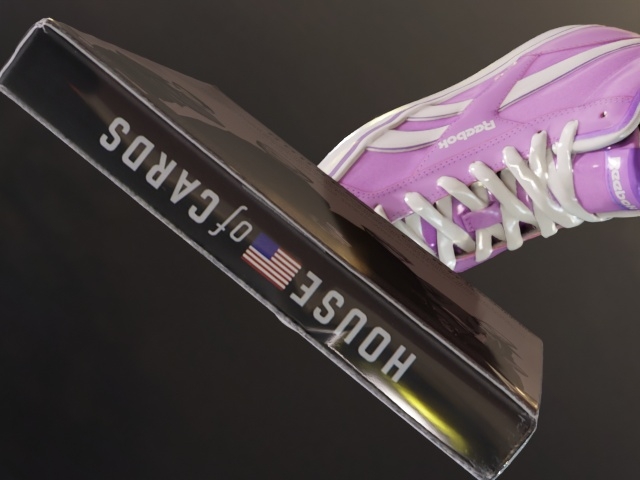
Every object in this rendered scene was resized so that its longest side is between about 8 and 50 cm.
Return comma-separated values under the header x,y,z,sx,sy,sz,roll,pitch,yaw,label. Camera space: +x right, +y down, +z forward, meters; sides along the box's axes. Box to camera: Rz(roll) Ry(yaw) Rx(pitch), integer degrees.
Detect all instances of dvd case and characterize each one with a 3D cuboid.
x,y,z,sx,sy,sz,roll,pitch,yaw,label
0.000,0.000,0.571,0.179,0.029,0.239,38,-175,6,dvd case

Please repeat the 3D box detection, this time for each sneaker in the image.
x,y,z,sx,sy,sz,roll,pitch,yaw,label
0.104,-0.032,0.957,0.102,0.282,0.161,58,167,-26,sneaker
